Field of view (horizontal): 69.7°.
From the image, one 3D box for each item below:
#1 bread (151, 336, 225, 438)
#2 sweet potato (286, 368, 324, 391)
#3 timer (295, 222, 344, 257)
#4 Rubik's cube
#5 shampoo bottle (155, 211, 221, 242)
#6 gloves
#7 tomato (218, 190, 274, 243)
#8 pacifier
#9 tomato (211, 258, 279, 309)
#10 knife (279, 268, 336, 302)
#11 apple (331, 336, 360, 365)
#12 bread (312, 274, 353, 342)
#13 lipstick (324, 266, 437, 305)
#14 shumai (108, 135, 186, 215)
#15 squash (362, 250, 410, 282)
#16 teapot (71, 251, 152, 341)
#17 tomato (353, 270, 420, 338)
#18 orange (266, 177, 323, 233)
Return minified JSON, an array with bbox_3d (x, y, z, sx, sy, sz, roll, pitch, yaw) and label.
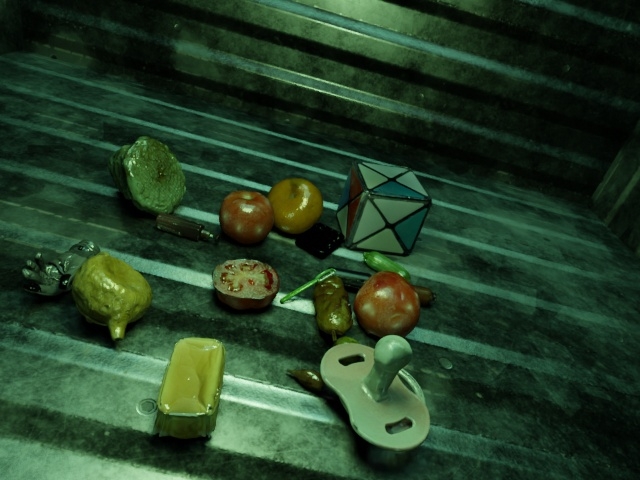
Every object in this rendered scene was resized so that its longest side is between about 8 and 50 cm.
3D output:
[{"bbox_3d":[-0.302,0.344,1.087,0.136,0.107,0.241,8,31,-10],"label":"bread"},{"bbox_3d":[-0.039,0.371,1.242,0.117,0.049,0.049,17,29,13],"label":"sweet potato"},{"bbox_3d":[0.000,0.000,1.869,0.144,0.055,0.187,27,36,22],"label":"timer"},{"bbox_3d":[0.266,-0.142,1.981,0.310,0.305,0.307,8,32,-15],"label":"Rubik's cube"},{"bbox_3d":[-0.481,-0.043,1.681,0.236,0.067,0.068,16,21,0],"label":"shampoo bottle"},{"bbox_3d":[-0.729,0.080,1.311,0.142,0.119,0.285,9,15,9],"label":"gloves"},{"bbox_3d":[-0.279,-0.084,1.732,0.208,0.184,0.208,8,27,-4],"label":"tomato"},{"bbox_3d":[0.145,0.369,1.167,0.220,0.273,0.332,-31,47,-10],"label":"pacifier"},{"bbox_3d":[-0.242,0.147,1.467,0.225,0.085,0.225,9,32,-6],"label":"tomato"},{"bbox_3d":[-0.046,0.148,1.536,0.212,0.015,0.054,-30,19,-13],"label":"knife"},{"bbox_3d":[0.078,0.323,1.346,0.089,0.074,0.089,23,9,-4],"label":"apple"},{"bbox_3d":[0.038,0.209,1.458,0.124,0.084,0.344,-3,23,-1],"label":"bread"},{"bbox_3d":[0.222,0.168,1.673,0.418,0.077,0.077,13,30,-8],"label":"lipstick"},{"bbox_3d":[-0.701,-0.231,1.738,0.263,0.309,0.304,0,33,21],"label":"shumai"},{"bbox_3d":[0.260,0.105,1.802,0.219,0.068,0.077,31,38,25],"label":"squash"},{"bbox_3d":[-0.579,0.148,1.238,0.311,0.167,0.203,44,5,37],"label":"teapot"},{"bbox_3d":[0.223,0.207,1.497,0.232,0.189,0.232,12,33,-8],"label":"tomato"},{"bbox_3d":[-0.103,-0.138,1.846,0.240,0.240,0.171,30,-6,22],"label":"orange"}]
